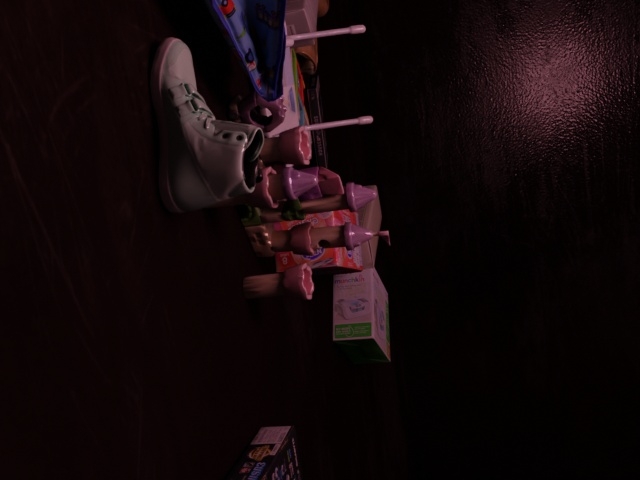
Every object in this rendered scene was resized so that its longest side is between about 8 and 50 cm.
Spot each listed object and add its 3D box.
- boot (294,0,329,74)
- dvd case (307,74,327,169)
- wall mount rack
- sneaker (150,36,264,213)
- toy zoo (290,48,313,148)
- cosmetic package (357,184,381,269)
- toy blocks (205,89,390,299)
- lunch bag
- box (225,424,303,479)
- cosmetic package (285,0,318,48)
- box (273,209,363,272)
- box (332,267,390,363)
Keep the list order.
[{"bbox_3d":[-0.037,-0.578,1.784,0.236,0.089,0.269,27,58,-66],"label":"boot"},{"bbox_3d":[-0.006,-0.315,1.785,0.179,0.029,0.239,-88,171,-64],"label":"dvd case"},{"bbox_3d":[-0.021,-0.329,1.389,0.304,0.130,0.350,-32,123,-51],"label":"wall mount rack"},{"bbox_3d":[-0.151,-0.173,0.922,0.094,0.151,0.256,21,61,-73],"label":"sneaker"},{"bbox_3d":[-0.056,-0.332,1.623,0.293,0.030,0.192,67,19,-67],"label":"toy zoo"},{"bbox_3d":[0.077,-0.038,1.807,0.309,0.160,0.113,-71,152,-59],"label":"cosmetic package"},{"bbox_3d":[-0.026,-0.092,1.174,0.309,0.260,0.288,-82,160,-46],"label":"toy blocks"},{"bbox_3d":[-0.135,-0.389,1.100,0.293,0.138,0.221,83,-16,-58],"label":"lunch bag"},{"bbox_3d":[-0.084,0.490,1.038,0.293,0.073,0.295,-34,116,-75],"label":"box"},{"bbox_3d":[-0.075,-0.546,1.495,0.107,0.127,0.238,67,19,-52],"label":"cosmetic package"},{"bbox_3d":[0.000,0.000,1.492,0.300,0.142,0.154,15,69,-76],"label":"box"},{"bbox_3d":[0.122,0.222,1.944,0.262,0.126,0.231,58,30,-59],"label":"box"}]
